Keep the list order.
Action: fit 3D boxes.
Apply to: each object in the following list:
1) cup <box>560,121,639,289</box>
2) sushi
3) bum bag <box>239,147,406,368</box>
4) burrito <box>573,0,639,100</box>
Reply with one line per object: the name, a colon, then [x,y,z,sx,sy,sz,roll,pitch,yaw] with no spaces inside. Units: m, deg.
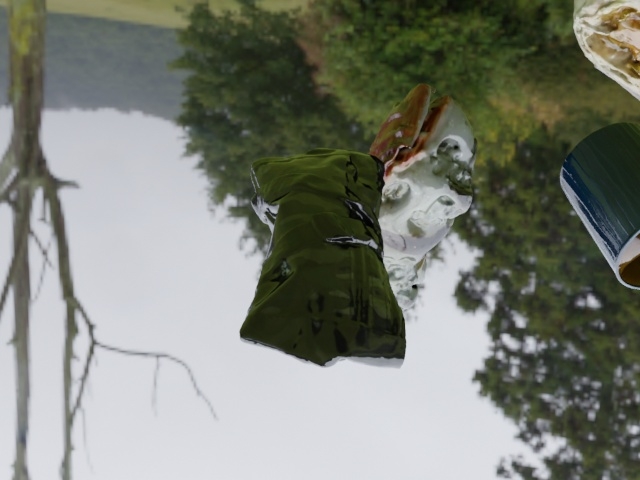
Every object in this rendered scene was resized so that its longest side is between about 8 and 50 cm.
cup: [0.318,-0.027,1.001,0.113,0.150,0.138,-4,-135,-18]
sushi: [0.093,-0.027,1.160,0.130,0.332,0.124,20,-143,-11]
bum bag: [0.000,0.000,0.934,0.144,0.095,0.340,7,-142,-6]
burrito: [0.264,-0.223,0.733,0.143,0.299,0.105,13,152,-16]
